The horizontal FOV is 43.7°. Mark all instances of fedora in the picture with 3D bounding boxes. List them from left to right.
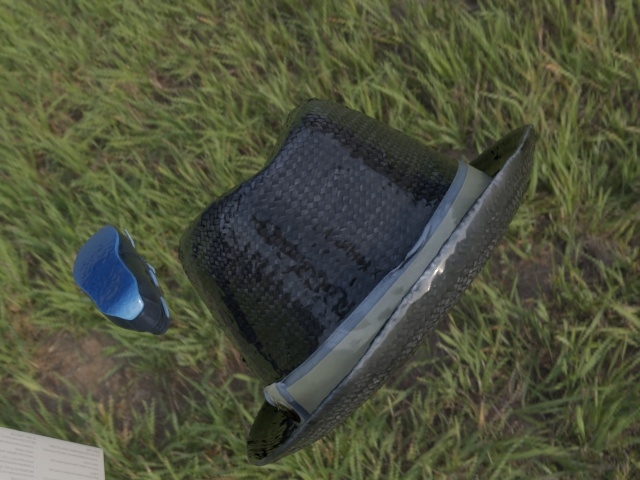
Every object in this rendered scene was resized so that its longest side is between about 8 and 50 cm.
[{"bbox_3d":[0.000,0.000,0.576,0.152,0.334,0.334,40,77,-2],"label":"fedora"}]

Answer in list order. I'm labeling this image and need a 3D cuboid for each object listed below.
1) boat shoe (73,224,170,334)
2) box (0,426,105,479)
[{"bbox_3d":[-0.278,0.065,1.107,0.109,0.089,0.258,-44,34,4],"label":"boat shoe"},{"bbox_3d":[-0.303,0.169,0.596,0.063,0.324,0.067,-30,54,23],"label":"box"}]
